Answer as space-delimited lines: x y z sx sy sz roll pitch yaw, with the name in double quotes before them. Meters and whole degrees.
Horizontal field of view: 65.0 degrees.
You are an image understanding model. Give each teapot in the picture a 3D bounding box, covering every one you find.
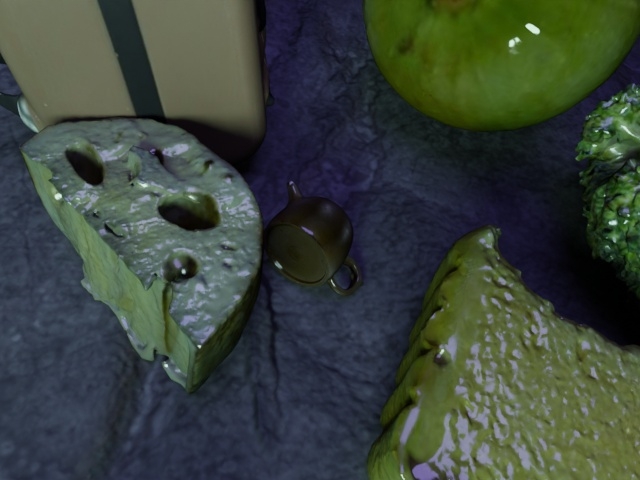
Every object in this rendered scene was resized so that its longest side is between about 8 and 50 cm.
"teapot" 0.000 0.000 0.468 0.121 0.076 0.068 51 50 -9

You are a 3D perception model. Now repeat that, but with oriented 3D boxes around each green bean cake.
"green bean cake" 0.173 0.130 0.381 0.236 0.124 0.233 26 58 7

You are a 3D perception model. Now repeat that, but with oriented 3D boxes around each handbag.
"handbag" -0.187 -0.193 0.427 0.283 0.302 0.149 -6 55 -6

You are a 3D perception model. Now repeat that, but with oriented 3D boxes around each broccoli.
"broccoli" 0.382 -0.037 0.470 0.260 0.235 0.288 -35 75 10

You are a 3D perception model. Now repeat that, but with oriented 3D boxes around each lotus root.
"lotus root" -0.130 0.001 0.416 0.138 0.119 0.235 -32 67 -25

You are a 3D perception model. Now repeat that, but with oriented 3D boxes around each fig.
"fig" 0.209 -0.277 0.561 0.316 0.316 0.316 4 57 -7
